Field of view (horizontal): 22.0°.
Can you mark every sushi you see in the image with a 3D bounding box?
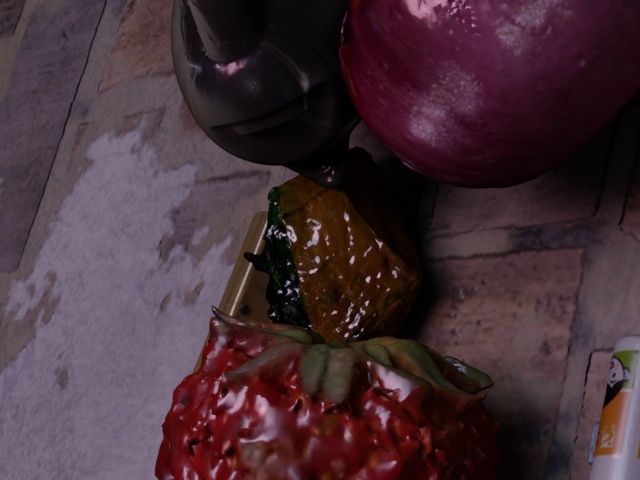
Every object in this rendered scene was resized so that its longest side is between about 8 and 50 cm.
[{"bbox_3d":[0.001,0.000,1.571,0.140,0.149,0.287,-47,44,25],"label":"sushi"}]

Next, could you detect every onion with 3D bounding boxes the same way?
[{"bbox_3d":[0.186,-0.178,1.339,0.358,0.358,0.344,-17,97,45],"label":"onion"}]

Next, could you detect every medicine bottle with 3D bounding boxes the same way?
[{"bbox_3d":[0.229,0.186,1.248,0.092,0.061,0.220,138,147,-67],"label":"medicine bottle"}]

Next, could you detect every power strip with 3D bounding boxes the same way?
[{"bbox_3d":[-0.084,0.104,1.683,0.044,0.064,0.305,5,72,56],"label":"power strip"}]

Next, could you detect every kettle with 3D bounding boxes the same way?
[{"bbox_3d":[-0.050,-0.227,1.511,0.228,0.321,0.324,-18,30,16],"label":"kettle"}]

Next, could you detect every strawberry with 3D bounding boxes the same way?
[{"bbox_3d":[0.001,0.237,1.347,0.292,0.292,0.343,8,92,53],"label":"strawberry"}]
